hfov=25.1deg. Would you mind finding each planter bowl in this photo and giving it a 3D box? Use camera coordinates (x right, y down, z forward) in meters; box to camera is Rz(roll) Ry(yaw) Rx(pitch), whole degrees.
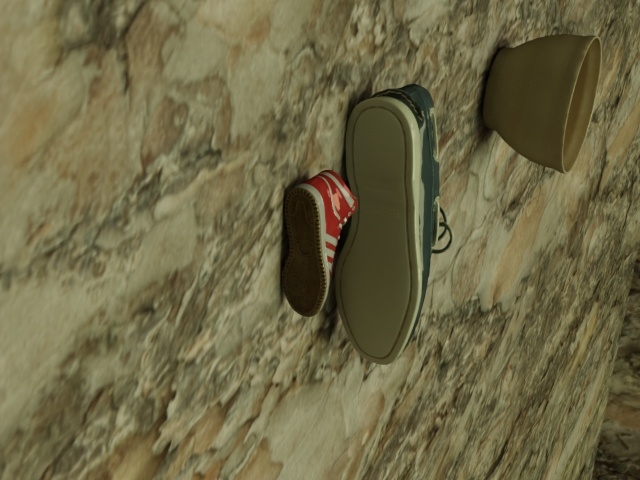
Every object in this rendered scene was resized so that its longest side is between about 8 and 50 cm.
[{"bbox_3d":[0.253,-0.167,1.671,0.162,0.109,0.162,14,90,-71],"label":"planter bowl"}]

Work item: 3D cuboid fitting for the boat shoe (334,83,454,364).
[{"bbox_3d":[0.065,-0.014,1.277,0.079,0.095,0.254,-29,122,-50],"label":"boat shoe"}]

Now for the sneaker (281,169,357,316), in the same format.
[{"bbox_3d":[0.000,0.000,1.169,0.067,0.042,0.118,-43,141,-53],"label":"sneaker"}]
